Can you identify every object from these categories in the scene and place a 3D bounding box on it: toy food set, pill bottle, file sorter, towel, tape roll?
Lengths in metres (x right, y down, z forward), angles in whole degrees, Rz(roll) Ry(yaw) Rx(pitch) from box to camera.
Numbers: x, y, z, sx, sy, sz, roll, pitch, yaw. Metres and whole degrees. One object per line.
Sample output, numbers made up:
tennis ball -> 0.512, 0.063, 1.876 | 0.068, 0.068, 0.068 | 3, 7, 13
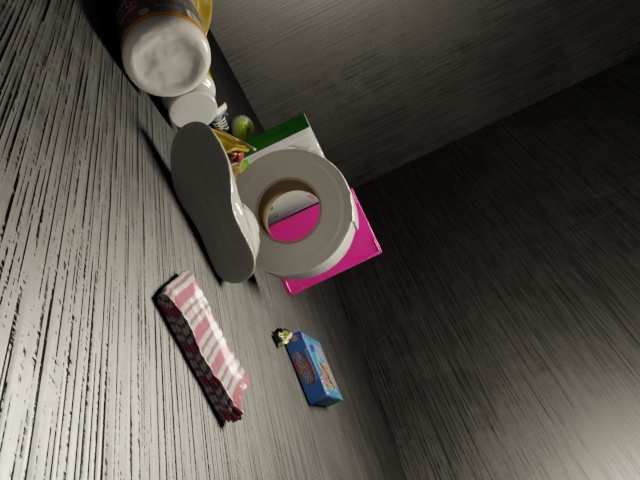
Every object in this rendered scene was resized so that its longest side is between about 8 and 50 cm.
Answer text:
toy food set -> -0.238, -0.211, 1.462 | 0.128, 0.071, 0.218 | 28, 10, 9
pill bottle -> -0.291, -0.340, 1.338 | 0.119, 0.119, 0.208 | 59, 7, -55
file sorter -> 0.000, 0.000, 1.858 | 0.182, 0.291, 0.202 | -94, 159, -87
towel -> -0.151, 0.137, 0.856 | 0.144, 0.029, 0.197 | -97, 161, -80
tape roll -> -0.061, -0.057, 1.405 | 0.100, 0.286, 0.286 | 51, 15, -76
pill bottle -> -0.313, -0.417, 1.217 | 0.162, 0.162, 0.278 | 60, 5, -50

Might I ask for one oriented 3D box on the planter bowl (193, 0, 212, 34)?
planter bowl -> -0.362, -0.546, 1.568 | 0.090, 0.217, 0.217 | 24, -1, 7

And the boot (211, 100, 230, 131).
boot -> -0.286, -0.346, 1.797 | 0.190, 0.069, 0.086 | -109, 178, -72

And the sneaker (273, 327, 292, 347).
sneaker -> -0.082, 0.201, 1.355 | 0.035, 0.031, 0.083 | 64, 4, -8

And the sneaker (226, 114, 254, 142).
sneaker -> -0.231, -0.275, 1.948 | 0.126, 0.091, 0.240 | 34, -43, 59

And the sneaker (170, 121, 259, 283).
sneaker -> -0.192, -0.073, 1.173 | 0.169, 0.108, 0.292 | -99, 173, -82

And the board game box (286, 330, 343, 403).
board game box -> -0.014, 0.307, 1.483 | 0.160, 0.047, 0.210 | 66, 4, 20

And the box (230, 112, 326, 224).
box -> -0.111, -0.203, 1.836 | 0.126, 0.262, 0.231 | -108, 172, -59
